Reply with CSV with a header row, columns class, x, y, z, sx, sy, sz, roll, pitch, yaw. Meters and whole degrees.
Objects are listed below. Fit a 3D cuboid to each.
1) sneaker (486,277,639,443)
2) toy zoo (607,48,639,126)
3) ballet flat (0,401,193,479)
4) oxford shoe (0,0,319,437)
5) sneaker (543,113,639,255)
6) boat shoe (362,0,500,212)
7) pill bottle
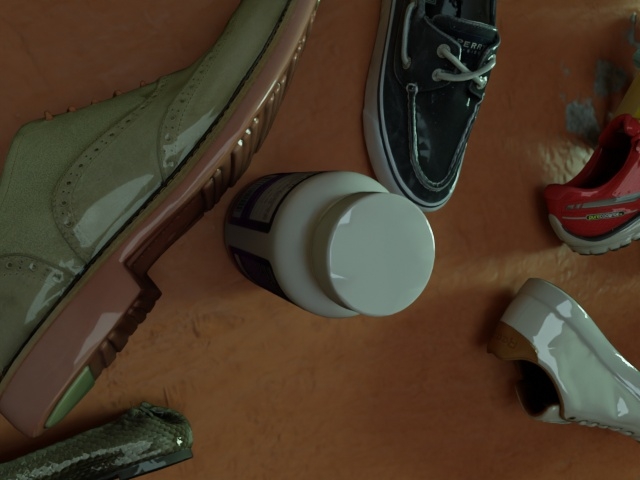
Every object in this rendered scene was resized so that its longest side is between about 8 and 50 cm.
class,x,y,z,sx,sy,sz,roll,pitch,yaw
sneaker,0.298,0.177,0.659,0.290,0.106,0.123,42,84,-12
toy zoo,0.470,-0.179,0.674,0.293,0.030,0.192,8,128,-25
ballet flat,-0.222,0.174,0.435,0.250,0.084,0.058,-9,71,-25
oxford shoe,-0.134,-0.069,0.413,0.146,0.140,0.397,33,71,-3
sneaker,0.373,-0.098,0.625,0.279,0.107,0.118,-37,105,3
boat shoe,0.115,-0.175,0.530,0.108,0.102,0.301,4,93,-25
pill bottle,0.000,0.000,0.445,0.108,0.193,0.108,-3,97,-24
